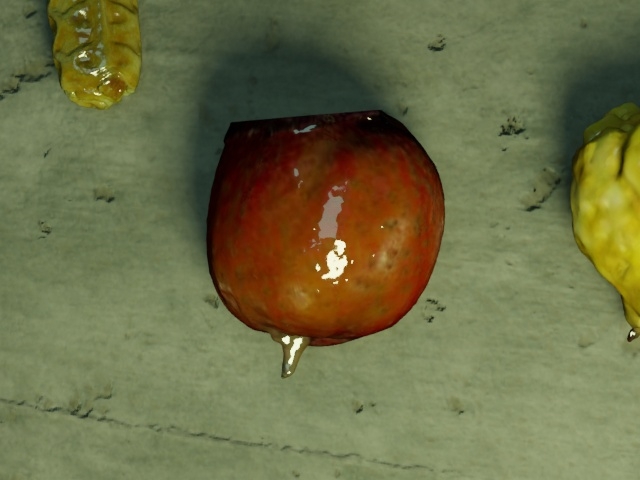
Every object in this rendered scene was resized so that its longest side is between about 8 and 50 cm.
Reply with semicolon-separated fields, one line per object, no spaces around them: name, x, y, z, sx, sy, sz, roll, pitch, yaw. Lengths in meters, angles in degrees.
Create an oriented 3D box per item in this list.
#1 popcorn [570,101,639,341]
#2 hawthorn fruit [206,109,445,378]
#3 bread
popcorn;0.332;-0.023;1.377;0.190;0.191;0.253;-18;77;-29
hawthorn fruit;0.000;0.000;1.409;0.215;0.215;0.249;15;80;11
bread;-0.233;-0.304;1.565;0.077;0.084;0.367;-22;72;45
